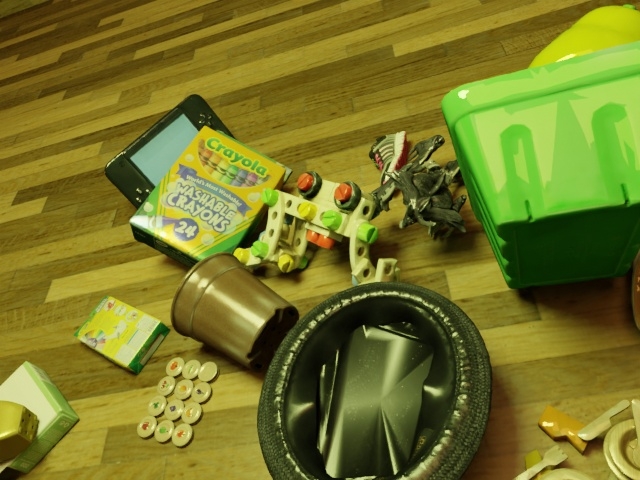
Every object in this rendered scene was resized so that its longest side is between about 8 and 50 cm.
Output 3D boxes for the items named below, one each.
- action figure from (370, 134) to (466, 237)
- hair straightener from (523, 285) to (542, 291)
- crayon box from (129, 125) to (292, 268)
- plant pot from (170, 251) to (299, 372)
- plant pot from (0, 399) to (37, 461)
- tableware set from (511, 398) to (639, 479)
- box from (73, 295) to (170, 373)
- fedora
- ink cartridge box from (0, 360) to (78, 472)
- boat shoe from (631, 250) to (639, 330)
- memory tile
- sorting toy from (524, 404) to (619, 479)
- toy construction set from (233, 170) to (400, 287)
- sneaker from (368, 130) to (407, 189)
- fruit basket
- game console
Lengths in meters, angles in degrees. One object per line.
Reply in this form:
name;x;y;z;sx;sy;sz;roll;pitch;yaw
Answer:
action figure;0.183;-0.078;0.901;0.164;0.141;0.276;33;39;3
hair straightener;0.412;0.003;0.835;0.230;0.047;0.089;-37;48;-4
crayon box;-0.213;-0.098;1.067;0.203;0.083;0.323;28;62;2
plant pot;-0.137;0.130;0.872;0.165;0.167;0.167;28;67;28
plant pot;-0.525;0.314;0.849;0.083;0.081;0.082;-12;48;-1
tableware set;0.334;0.276;0.596;0.194;0.039;0.128;-34;43;-3
box;-0.393;0.179;1.002;0.179;0.043;0.105;18;61;29
fedora;0.079;0.224;0.704;0.333;0.153;0.334;-11;46;11
ink cartridge box;-0.575;0.357;0.919;0.171;0.056;0.235;28;68;36
boat shoe;0.510;0.015;0.750;0.098;0.096;0.277;14;79;16
memory tile;-0.245;0.275;0.885;0.113;0.012;0.148;3;54;24
sorting toy;0.375;0.329;0.578;0.307;0.041;0.229;25;65;35
toy construction set;0.000;0.000;0.900;0.327;0.151;0.215;23;90;33
sneaker;0.135;-0.163;1.059;0.074;0.063;0.171;-1;48;21
fruit basket;0.332;-0.151;0.710;0.282;0.392;0.392;-9;50;20
game console;-0.284;-0.160;1.156;0.293;0.250;0.173;-47;25;-18
